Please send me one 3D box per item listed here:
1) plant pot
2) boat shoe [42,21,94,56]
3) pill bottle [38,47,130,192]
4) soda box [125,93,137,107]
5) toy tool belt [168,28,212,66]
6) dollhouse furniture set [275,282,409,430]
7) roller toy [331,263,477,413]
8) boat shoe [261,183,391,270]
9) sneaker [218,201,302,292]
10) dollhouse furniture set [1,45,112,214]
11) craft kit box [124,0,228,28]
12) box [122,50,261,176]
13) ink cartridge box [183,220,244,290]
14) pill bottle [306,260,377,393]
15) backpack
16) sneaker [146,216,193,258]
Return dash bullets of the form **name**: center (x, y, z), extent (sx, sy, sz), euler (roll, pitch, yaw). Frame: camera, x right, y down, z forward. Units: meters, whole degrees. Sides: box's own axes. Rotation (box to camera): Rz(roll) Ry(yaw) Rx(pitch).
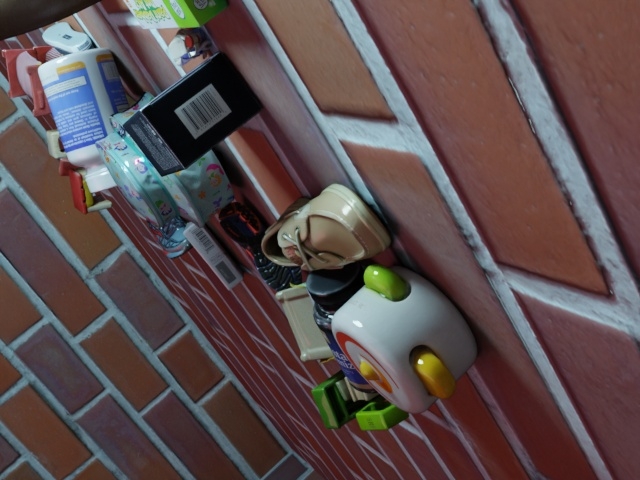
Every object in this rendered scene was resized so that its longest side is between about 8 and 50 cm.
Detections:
- **plant pot**: center (-0.522, -0.440, 1.498), extent (0.215, 0.230, 0.215), euler (45, 164, 17)
- **boat shoe**: center (-0.538, -0.413, 1.918), extent (0.183, 0.065, 0.083), euler (32, 156, 45)
- **pill bottle**: center (-0.459, -0.241, 1.801), extent (0.152, 0.152, 0.272), euler (6, 114, 68)
- **soda box**: center (-0.421, -0.271, 1.936), extent (0.181, 0.061, 0.058), euler (38, 161, 36)
- **toy tool belt**: center (-0.184, -0.288, 1.288), extent (0.083, 0.051, 0.052), euler (-12, 102, 59)
- **dollhouse furniture set**: center (0.067, 0.193, 1.682), extent (0.197, 0.151, 0.302), euler (-17, 96, 51)
- **roller toy**: center (0.117, 0.149, 1.278), extent (0.209, 0.146, 0.191), euler (45, 165, 15)
- **boat shoe**: center (0.000, 0.000, 1.316), extent (0.122, 0.110, 0.341), euler (52, 165, -9)
- **sneaker**: center (-0.111, 0.014, 1.756), extent (0.221, 0.083, 0.087), euler (53, 180, 3)
- **dollhouse furniture set**: center (-0.622, -0.260, 2.091), extent (0.201, 0.152, 0.374), euler (29, 128, 50)
- **craft kit box**: center (-0.250, -0.400, 1.176), extent (0.247, 0.061, 0.250), euler (54, 165, -26)
- **box**: center (-0.202, -0.187, 1.353), extent (0.108, 0.153, 0.207), euler (53, 164, -13)
- **ink cartridge box**: center (-0.273, 0.020, 2.282), extent (0.189, 0.066, 0.232), euler (52, -175, -11)
- **pill bottle**: center (0.062, 0.134, 1.437), extent (0.122, 0.122, 0.219), euler (28, 151, 53)
- **backpack**: center (-0.288, -0.138, 1.679), extent (0.253, 0.191, 0.225), euler (31, 156, 36)
- **sneaker**: center (-0.426, -0.038, 2.433), extent (0.262, 0.104, 0.125), euler (28, 152, 53)
